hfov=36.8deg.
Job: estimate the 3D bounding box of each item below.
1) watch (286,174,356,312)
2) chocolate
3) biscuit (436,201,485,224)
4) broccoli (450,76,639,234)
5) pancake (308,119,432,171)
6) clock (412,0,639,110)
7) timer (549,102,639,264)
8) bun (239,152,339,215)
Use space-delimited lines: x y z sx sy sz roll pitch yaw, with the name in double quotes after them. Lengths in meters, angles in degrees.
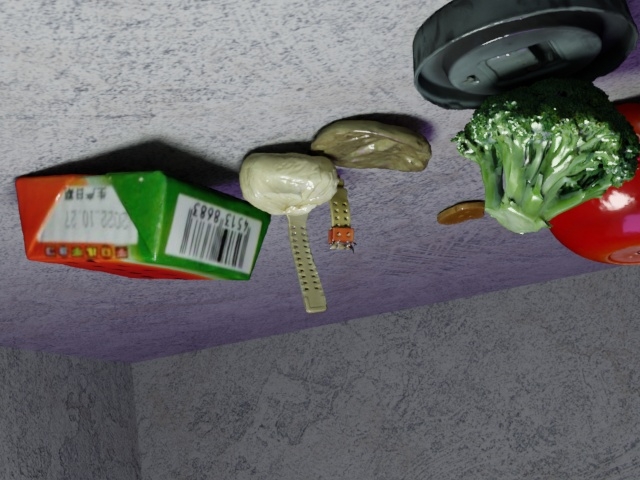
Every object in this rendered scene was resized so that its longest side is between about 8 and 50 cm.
0.001 -0.009 1.907 0.102 0.269 0.165 2 153 -33 "watch"
-0.322 -0.020 1.784 0.341 0.162 0.360 -1 171 28 "chocolate"
0.352 -0.068 2.353 0.118 0.023 0.140 2 162 -34 "biscuit"
0.341 -0.132 1.450 0.269 0.242 0.261 31 170 -22 "broccoli"
0.088 -0.172 1.759 0.241 0.050 0.242 4 165 1 "pancake"
0.292 -0.282 1.401 0.324 0.067 0.325 -7 166 -2 "clock"
0.611 -0.105 1.852 0.377 0.279 0.378 -5 165 -1 "timer"
-0.058 -0.103 1.767 0.188 0.111 0.164 3 171 6 "bun"
